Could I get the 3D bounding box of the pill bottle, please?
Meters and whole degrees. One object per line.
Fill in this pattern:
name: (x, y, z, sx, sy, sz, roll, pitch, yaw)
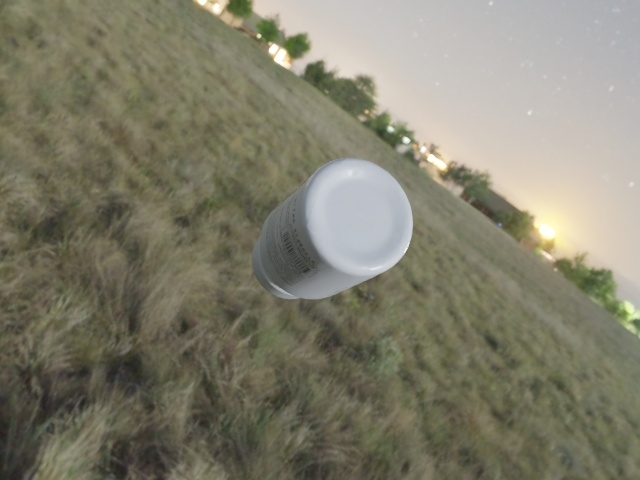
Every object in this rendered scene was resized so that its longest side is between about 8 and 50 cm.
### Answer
pill bottle: (0.000, 0.000, 0.832, 0.131, 0.131, 0.229, 33, -25, -12)
